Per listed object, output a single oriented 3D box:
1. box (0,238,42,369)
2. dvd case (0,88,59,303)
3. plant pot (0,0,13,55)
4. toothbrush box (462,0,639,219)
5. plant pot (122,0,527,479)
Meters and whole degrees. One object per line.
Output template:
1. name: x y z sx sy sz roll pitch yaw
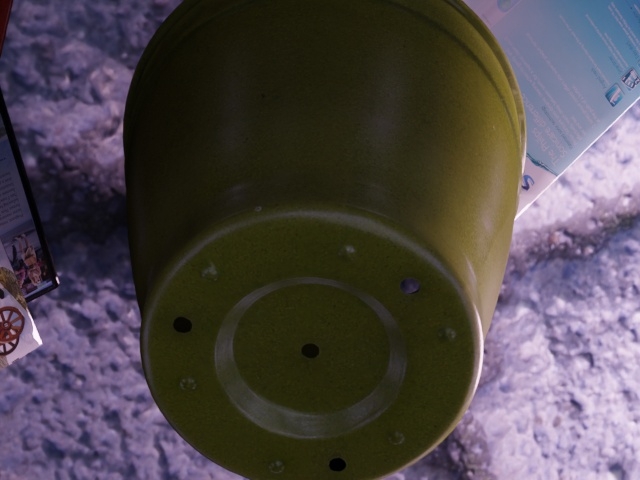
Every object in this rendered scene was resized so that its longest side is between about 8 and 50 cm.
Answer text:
1. box: -0.340 0.026 1.092 0.159 0.044 0.233 -34 124 -29
2. dvd case: -0.332 -0.033 1.127 0.180 0.022 0.253 -29 121 -32
3. plant pot: -0.353 -0.192 0.942 0.235 0.267 0.267 8 56 -8
4. toothbrush box: 0.195 -0.196 1.276 0.295 0.126 0.216 -45 112 -6
5. plant pot: 0.000 0.000 1.056 0.366 0.353 0.366 1 119 1
